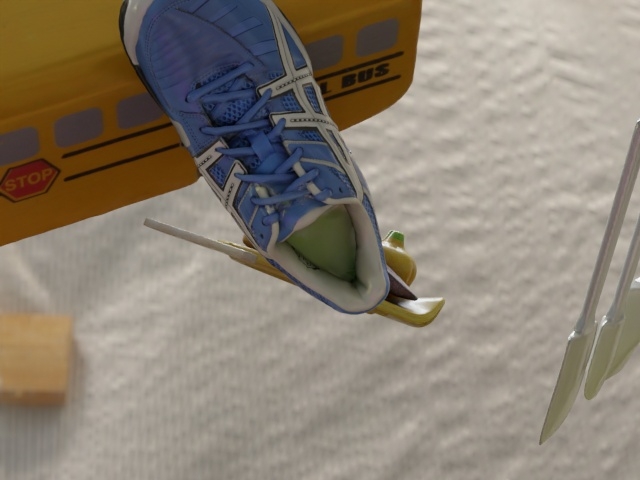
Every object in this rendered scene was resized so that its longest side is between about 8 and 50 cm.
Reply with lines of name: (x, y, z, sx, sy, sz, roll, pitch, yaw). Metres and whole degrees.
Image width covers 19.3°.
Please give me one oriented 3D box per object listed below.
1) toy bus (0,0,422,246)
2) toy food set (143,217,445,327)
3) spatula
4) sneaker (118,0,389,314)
toy bus: (-0.118, -0.088, 1.008, 0.332, 0.130, 0.108, -18, -120, -14)
toy food set: (0.000, 0.000, 1.341, 0.218, 0.071, 0.128, 23, 176, -37)
spatula: (0.212, 0.009, 1.284, 0.019, 0.242, 0.168, 26, -152, 27)
sneaker: (-0.022, -0.049, 0.919, 0.080, 0.211, 0.081, -36, -147, 3)
